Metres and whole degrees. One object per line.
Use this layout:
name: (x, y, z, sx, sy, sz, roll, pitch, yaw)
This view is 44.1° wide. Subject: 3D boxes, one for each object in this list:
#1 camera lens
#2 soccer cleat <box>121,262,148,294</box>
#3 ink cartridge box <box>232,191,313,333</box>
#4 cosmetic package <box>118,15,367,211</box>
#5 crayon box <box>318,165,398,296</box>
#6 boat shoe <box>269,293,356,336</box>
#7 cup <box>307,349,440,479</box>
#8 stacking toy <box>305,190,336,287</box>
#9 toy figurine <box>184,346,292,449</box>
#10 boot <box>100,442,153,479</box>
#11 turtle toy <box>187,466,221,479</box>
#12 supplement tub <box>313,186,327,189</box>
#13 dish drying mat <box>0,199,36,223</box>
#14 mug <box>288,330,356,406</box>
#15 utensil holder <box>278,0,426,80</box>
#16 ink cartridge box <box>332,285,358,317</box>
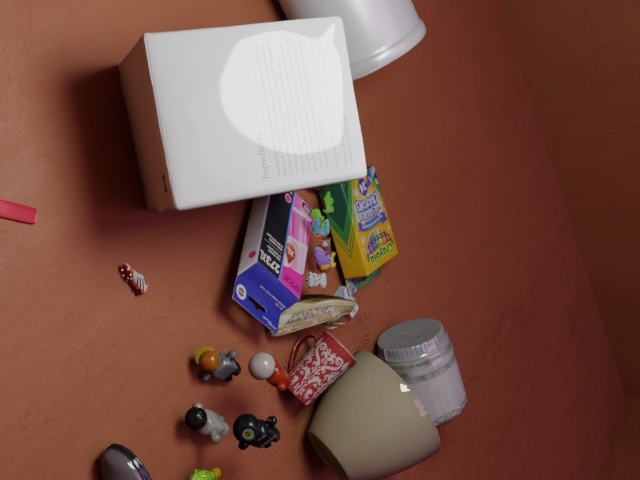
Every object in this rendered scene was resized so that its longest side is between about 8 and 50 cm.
camera lens: (0.297, 0.393, 2.315, 0.219, 0.220, 0.274, -35, 113, -48)
soccer cleat: (-0.387, 0.076, 1.647, 0.083, 0.029, 0.035, 63, 34, -29)
ink cartridge box: (-0.109, 0.024, 1.914, 0.176, 0.069, 0.370, 46, 42, -39)
cosmetic package: (-0.166, -0.247, 1.607, 0.394, 0.329, 0.327, -12, 96, -21)
crayon box: (0.117, -0.030, 2.226, 0.203, 0.083, 0.322, -31, 108, -55)
boat shoe: (-0.025, 0.190, 2.040, 0.285, 0.105, 0.089, -1, 93, -40)
cup: (0.109, 0.484, 2.031, 0.237, 0.331, 0.331, -36, 116, -20)
stacking toy: (0.000, 0.000, 2.042, 0.167, 0.052, 0.221, -62, 151, -69)
toy figurine: (-0.183, 0.341, 1.722, 0.148, 0.210, 0.212, 45, 54, -60)
boot: (-0.413, 0.578, 1.491, 0.223, 0.118, 0.337, -17, 95, -46)
turtle toy: (-0.258, 0.556, 1.719, 0.095, 0.066, 0.130, -24, 105, -48)
supplement tub: (0.010, -0.235, 2.122, 0.106, 0.106, 0.197, 41, 56, -41)
dish drying mat: (-0.562, -0.053, 1.456, 0.083, 0.008, 0.032, 16, 72, -49)
mug: (-0.014, 0.323, 2.003, 0.169, 0.150, 0.113, -46, 115, -10)
utensil holder: (0.052, -0.647, 2.050, 0.327, 0.328, 0.385, -52, 123, -41)
ink cartridge box: (0.071, 0.173, 2.209, 0.048, 0.028, 0.083, -53, 125, -41)
